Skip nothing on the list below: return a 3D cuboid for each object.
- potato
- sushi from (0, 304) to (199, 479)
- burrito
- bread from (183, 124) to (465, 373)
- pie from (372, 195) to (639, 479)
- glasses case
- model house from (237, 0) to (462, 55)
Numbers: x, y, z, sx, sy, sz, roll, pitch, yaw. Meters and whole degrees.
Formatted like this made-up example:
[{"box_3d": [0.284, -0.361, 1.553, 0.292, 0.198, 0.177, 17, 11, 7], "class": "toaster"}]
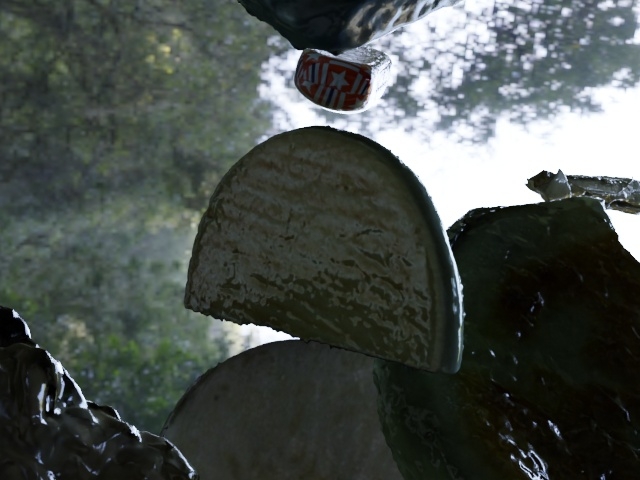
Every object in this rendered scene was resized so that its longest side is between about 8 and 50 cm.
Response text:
[{"box_3d": [0.100, 0.248, 0.935, 0.397, 0.296, 0.290, -12, -117, 30], "class": "potato"}, {"box_3d": [-0.197, 0.158, 0.624, 0.171, 0.350, 0.211, -18, -142, 48], "class": "sushi"}, {"box_3d": [0.289, -0.051, 1.240, 0.045, 0.185, 0.041, -5, -96, 54], "class": "burrito"}, {"box_3d": [0.003, -0.003, 0.601, 0.193, 0.036, 0.112, 9, -84, 43], "class": "bread"}, {"box_3d": [0.165, 0.091, 0.650, 0.302, 0.302, 0.067, 59, -37, 29], "class": "pie"}, {"box_3d": [0.019, -0.141, 1.006, 0.073, 0.194, 0.049, 15, -75, 5], "class": "glasses case"}, {"box_3d": [-0.002, -0.303, 0.715, 0.253, 0.184, 0.291, 46, -33, 24], "class": "model house"}]
